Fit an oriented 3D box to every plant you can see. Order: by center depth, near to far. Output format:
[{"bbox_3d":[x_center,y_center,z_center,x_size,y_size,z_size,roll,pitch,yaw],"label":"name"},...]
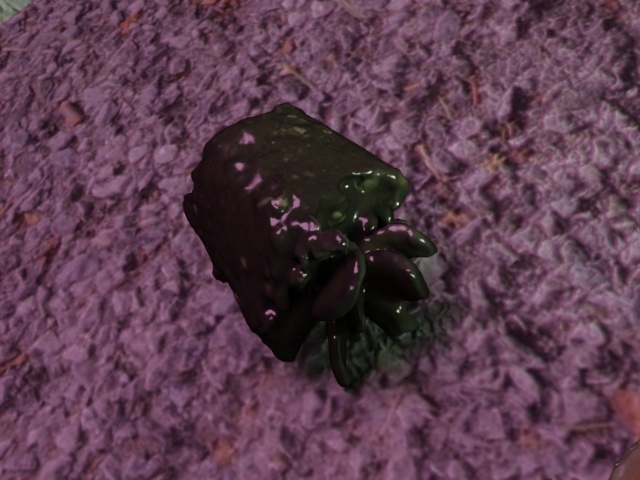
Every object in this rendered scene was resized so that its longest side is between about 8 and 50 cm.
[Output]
[{"bbox_3d":[0.000,0.000,1.834,0.188,0.199,0.276,-16,50,-33],"label":"plant"}]

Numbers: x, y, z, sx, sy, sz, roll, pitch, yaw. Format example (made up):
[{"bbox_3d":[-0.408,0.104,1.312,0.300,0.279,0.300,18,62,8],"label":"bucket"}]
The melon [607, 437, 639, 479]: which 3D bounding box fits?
[{"bbox_3d":[0.307,0.176,1.482,0.182,0.054,0.098,-13,52,32],"label":"melon"}]
